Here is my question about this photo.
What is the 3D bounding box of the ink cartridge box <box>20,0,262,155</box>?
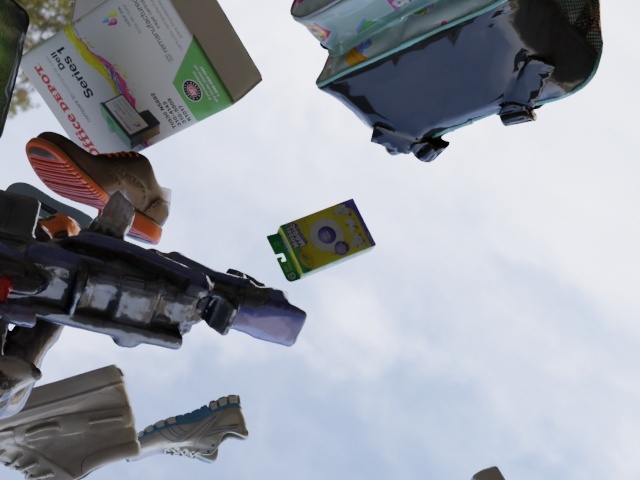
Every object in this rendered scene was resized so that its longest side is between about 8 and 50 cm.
[{"bbox_3d":[-0.257,-0.243,1.267,0.201,0.278,0.117,59,-148,-17],"label":"ink cartridge box"}]

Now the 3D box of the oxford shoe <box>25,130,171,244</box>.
[{"bbox_3d":[-0.290,-0.088,1.197,0.098,0.097,0.271,-69,-26,-15],"label":"oxford shoe"}]

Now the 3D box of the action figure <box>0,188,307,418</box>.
[{"bbox_3d":[-0.196,0.048,0.580,0.341,0.178,0.330,18,-166,-11],"label":"action figure"}]

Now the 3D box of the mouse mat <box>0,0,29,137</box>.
[{"bbox_3d":[-0.427,-0.239,1.115,0.153,0.189,0.007,41,-143,18],"label":"mouse mat"}]

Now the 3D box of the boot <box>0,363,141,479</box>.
[{"bbox_3d":[-0.331,0.232,0.998,0.258,0.095,0.123,-16,-97,-18],"label":"boot"}]

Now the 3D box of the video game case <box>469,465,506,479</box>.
[{"bbox_3d":[0.117,0.217,0.497,0.019,0.143,0.157,-21,-117,-15],"label":"video game case"}]

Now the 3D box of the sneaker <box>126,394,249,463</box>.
[{"bbox_3d":[-0.193,0.297,1.321,0.191,0.071,0.082,-19,-110,-17],"label":"sneaker"}]

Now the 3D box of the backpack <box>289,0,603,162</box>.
[{"bbox_3d":[0.081,-0.166,0.545,0.144,0.166,0.188,44,-131,-24],"label":"backpack"}]

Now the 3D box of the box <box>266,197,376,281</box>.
[{"bbox_3d":[0.000,0.000,1.650,0.179,0.043,0.105,-22,-104,-17],"label":"box"}]

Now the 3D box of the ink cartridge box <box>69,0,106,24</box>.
[{"bbox_3d":[-0.327,-0.336,1.532,0.189,0.255,0.097,12,-176,3],"label":"ink cartridge box"}]

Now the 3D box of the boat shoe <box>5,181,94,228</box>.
[{"bbox_3d":[-0.415,-0.015,1.401,0.183,0.083,0.065,33,-133,8],"label":"boat shoe"}]
